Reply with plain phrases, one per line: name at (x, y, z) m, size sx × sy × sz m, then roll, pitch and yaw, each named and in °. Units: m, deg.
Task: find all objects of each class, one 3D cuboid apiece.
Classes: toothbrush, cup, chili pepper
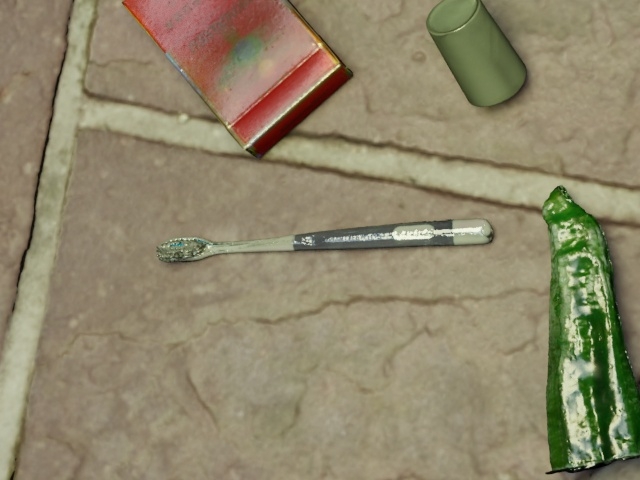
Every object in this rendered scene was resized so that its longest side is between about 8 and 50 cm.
toothbrush at (0.000, 0.000, 1.410) m, size 0.288 × 0.026 × 0.024 m, roll -3°, pitch 88°, yaw 13°
cup at (0.125, -0.161, 1.360) m, size 0.054 × 0.083 × 0.075 m, roll -16°, pitch 43°, yaw 26°
chili pepper at (0.203, 0.067, 1.339) m, size 0.088 × 0.059 × 0.227 m, roll -11°, pitch 81°, yaw 17°

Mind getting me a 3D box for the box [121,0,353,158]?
box at (-0.070, -0.170, 1.427) m, size 0.112 × 0.048 × 0.175 m, roll -40°, pitch 77°, yaw 6°
